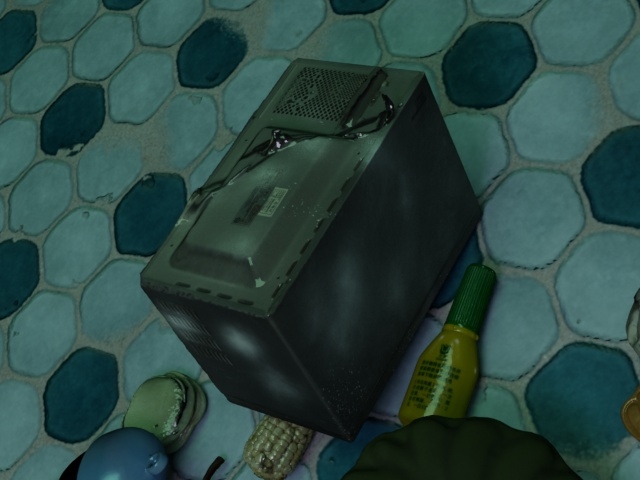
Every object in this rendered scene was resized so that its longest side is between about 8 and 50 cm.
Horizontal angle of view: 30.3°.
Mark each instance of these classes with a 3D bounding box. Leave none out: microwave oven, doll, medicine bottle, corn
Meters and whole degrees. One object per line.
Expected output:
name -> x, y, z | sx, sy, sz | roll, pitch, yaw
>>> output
microwave oven -> 0.000, 0.000, 1.672 | 0.236, 0.374, 0.432 | 13, 57, 34
doll -> -0.333, 0.387, 1.812 | 0.314, 0.141, 0.177 | -34, 28, 38
medicine bottle -> 0.192, 0.156, 1.694 | 0.095, 0.064, 0.260 | 11, 71, 33
corn -> -0.038, 0.261, 1.762 | 0.087, 0.087, 0.211 | 26, 80, 38

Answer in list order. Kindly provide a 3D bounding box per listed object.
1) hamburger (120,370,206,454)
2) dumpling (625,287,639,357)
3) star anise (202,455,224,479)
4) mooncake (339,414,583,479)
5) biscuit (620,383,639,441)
hamburger -> -0.254, 0.276, 1.898 | 0.133, 0.062, 0.140 | 21, 78, 39
dumpling -> 0.516, 0.102, 1.477 | 0.227, 0.175, 0.243 | 41, 92, 12
star anise -> -0.212, 0.452, 1.767 | 0.234, 0.073, 0.177 | -43, 36, 8
mooncake -> 0.169, 0.390, 1.422 | 0.356, 0.194, 0.356 | -2, 50, 2
biscuit -> 0.465, 0.213, 1.526 | 0.140, 0.023, 0.118 | -49, 50, -3
